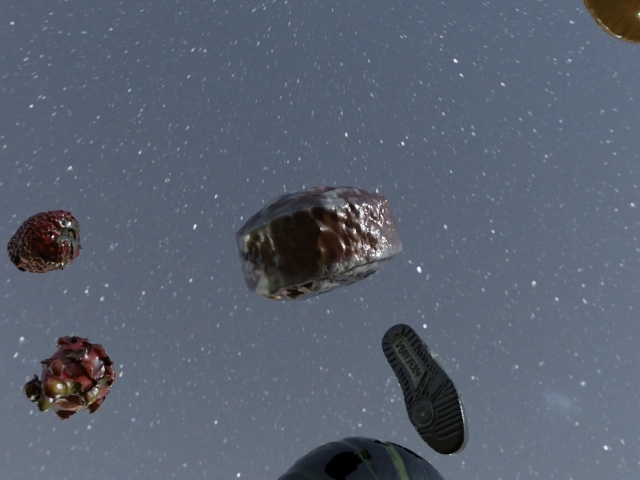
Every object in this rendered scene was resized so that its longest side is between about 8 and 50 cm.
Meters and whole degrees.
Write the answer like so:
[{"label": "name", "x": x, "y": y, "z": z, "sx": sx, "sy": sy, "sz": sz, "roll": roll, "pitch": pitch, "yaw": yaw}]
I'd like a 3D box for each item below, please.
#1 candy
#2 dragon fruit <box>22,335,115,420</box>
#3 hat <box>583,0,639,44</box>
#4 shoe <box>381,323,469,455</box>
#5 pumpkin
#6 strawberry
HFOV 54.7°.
[{"label": "candy", "x": 0.000, "y": 0.000, "z": 0.922, "sx": 0.214, "sy": 0.289, "sz": 0.157, "roll": -14, "pitch": -90, "yaw": 30}, {"label": "dragon fruit", "x": -0.426, "y": 0.238, "z": 1.056, "sx": 0.133, "sy": 0.208, "sz": 0.150, "roll": 35, "pitch": -83, "yaw": -2}, {"label": "hat", "x": 0.308, "y": -0.141, "z": 0.348, "sx": 0.244, "sy": 0.233, "sz": 0.233, "roll": -9, "pitch": -35, "yaw": 9}, {"label": "shoe", "x": 0.230, "y": 0.304, "z": 1.235, "sx": 0.109, "sy": 0.293, "sz": 0.149, "roll": -37, "pitch": -45, "yaw": 12}, {"label": "pumpkin", "x": 0.056, "y": 0.438, "z": 0.842, "sx": 0.323, "sy": 0.323, "sz": 0.241, "roll": 24, "pitch": -30, "yaw": -13}, {"label": "strawberry", "x": -0.363, "y": 0.005, "z": 0.816, "sx": 0.096, "sy": 0.083, "sz": 0.083, "roll": -21, "pitch": -64, "yaw": -6}]
